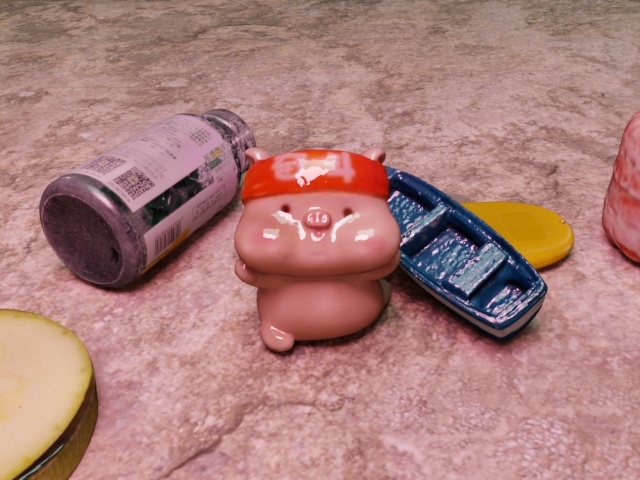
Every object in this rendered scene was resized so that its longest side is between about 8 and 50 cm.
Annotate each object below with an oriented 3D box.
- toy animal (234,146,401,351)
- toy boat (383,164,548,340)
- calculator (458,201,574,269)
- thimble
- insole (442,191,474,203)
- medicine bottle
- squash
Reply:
[{"bbox_3d":[0.000,0.000,0.620,0.171,0.198,0.171,-3,29,2],"label":"toy animal"},{"bbox_3d":[0.118,-0.003,0.701,0.096,0.062,0.299,-39,51,-8],"label":"toy boat"},{"bbox_3d":[0.192,-0.004,0.773,0.234,0.032,0.146,-5,33,-3],"label":"calculator"},{"bbox_3d":[0.461,-0.056,0.732,0.239,0.162,0.239,2,34,-1],"label":"thimble"},{"bbox_3d":[0.101,-0.047,0.869,0.232,0.003,0.080,-5,33,-6],"label":"insole"},{"bbox_3d":[-0.196,-0.072,0.791,0.141,0.141,0.293,14,36,22],"label":"medicine bottle"},{"bbox_3d":[-0.318,0.153,0.539,0.252,0.049,0.252,1,31,-1],"label":"squash"}]
